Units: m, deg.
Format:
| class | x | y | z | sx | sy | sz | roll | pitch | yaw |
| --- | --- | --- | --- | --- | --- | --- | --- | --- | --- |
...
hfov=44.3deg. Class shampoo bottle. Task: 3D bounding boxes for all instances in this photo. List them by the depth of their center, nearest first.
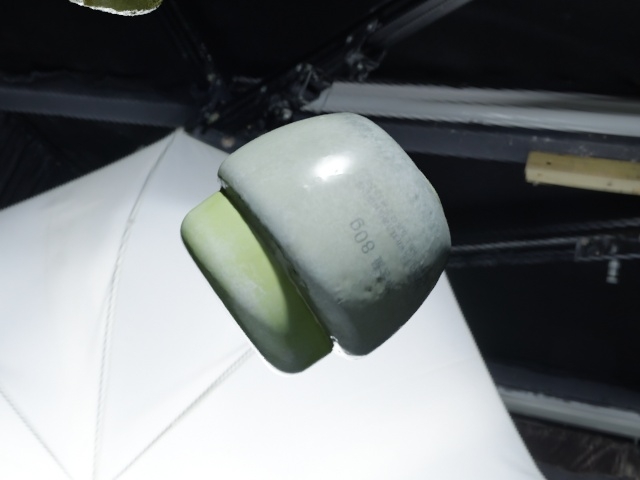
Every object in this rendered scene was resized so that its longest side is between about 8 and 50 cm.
| class | x | y | z | sx | sy | sz | roll | pitch | yaw |
| --- | --- | --- | --- | --- | --- | --- | --- | --- | --- |
| shampoo bottle | 0.000 | 0.000 | 1.051 | 0.322 | 0.317 | 0.322 | 55 | -5 | 7 |

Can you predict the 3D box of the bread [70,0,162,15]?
| class | x | y | z | sx | sy | sz | roll | pitch | yaw |
| --- | --- | --- | --- | --- | --- | --- | --- | --- | --- |
| bread | -0.286 | -0.380 | 0.932 | 0.269 | 0.270 | 0.148 | 22 | -64 | -7 |
